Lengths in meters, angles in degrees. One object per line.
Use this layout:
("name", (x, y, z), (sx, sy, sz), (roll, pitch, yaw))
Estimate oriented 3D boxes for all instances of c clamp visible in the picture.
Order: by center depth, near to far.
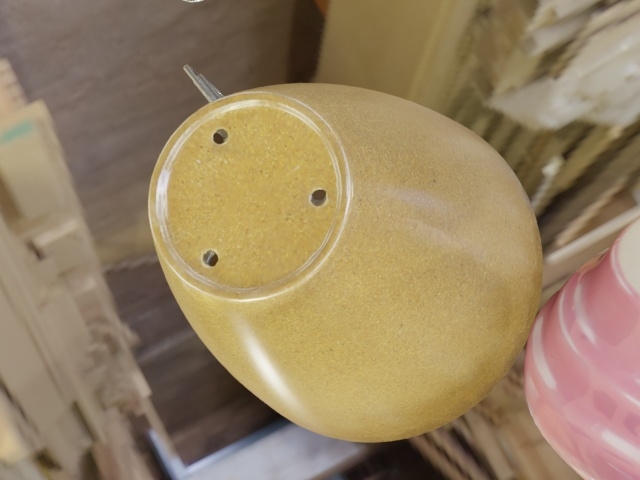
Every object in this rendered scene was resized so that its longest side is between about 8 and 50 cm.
("c clamp", (-0.105, -0.147, 1.768), (0.022, 0.160, 0.137), (-47, 130, 6))

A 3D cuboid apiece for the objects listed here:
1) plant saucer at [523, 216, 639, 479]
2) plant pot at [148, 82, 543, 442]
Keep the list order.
("plant saucer", (0.272, 0.052, 0.757), (0.332, 0.084, 0.332), (1, -158, 0))
("plant pot", (0.000, 0.000, 0.918), (0.237, 0.237, 0.254), (-31, 163, 10))
